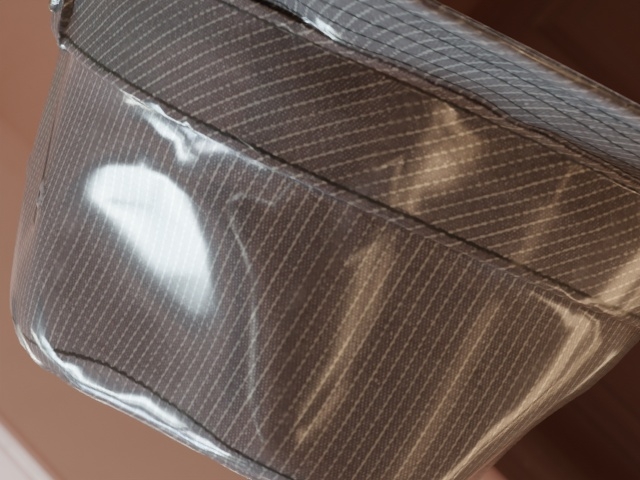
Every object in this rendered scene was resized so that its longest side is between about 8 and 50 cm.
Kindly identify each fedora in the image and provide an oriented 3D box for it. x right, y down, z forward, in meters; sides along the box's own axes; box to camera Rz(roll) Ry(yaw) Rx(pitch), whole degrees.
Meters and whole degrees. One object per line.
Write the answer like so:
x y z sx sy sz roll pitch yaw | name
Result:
0.000 0.000 0.520 0.124 0.244 0.275 -64 25 3 | fedora
